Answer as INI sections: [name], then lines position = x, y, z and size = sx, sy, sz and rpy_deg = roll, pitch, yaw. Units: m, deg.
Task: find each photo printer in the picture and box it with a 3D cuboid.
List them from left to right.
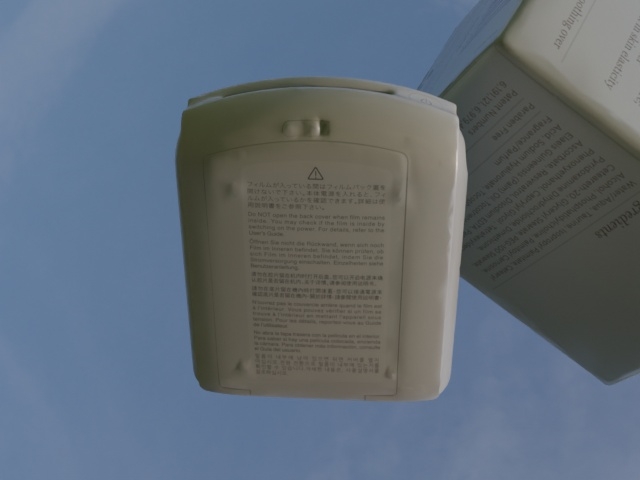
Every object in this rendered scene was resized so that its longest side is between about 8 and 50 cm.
[photo printer]
position = 0.000, 0.000, 0.892
size = 0.256, 0.107, 0.307
rpy_deg = 1, -58, 3

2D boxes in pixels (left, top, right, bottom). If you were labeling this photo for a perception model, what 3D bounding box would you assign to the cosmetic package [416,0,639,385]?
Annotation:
[cosmetic package]
position = 0.318, -0.111, 1.096
size = 0.394, 0.329, 0.327
rpy_deg = 37, -34, -5
